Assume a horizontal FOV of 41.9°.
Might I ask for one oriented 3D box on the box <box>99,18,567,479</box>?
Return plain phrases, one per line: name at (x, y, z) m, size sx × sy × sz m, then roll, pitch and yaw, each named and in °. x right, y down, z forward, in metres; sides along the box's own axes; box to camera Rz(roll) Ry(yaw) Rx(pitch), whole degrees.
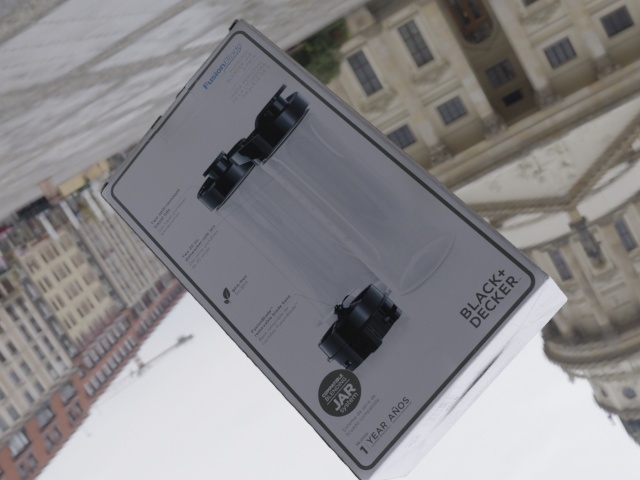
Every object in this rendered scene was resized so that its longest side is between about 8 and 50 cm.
box at (0.000, 0.000, 0.574) m, size 0.169 × 0.290 × 0.087 m, roll -51°, pitch 155°, yaw 6°
